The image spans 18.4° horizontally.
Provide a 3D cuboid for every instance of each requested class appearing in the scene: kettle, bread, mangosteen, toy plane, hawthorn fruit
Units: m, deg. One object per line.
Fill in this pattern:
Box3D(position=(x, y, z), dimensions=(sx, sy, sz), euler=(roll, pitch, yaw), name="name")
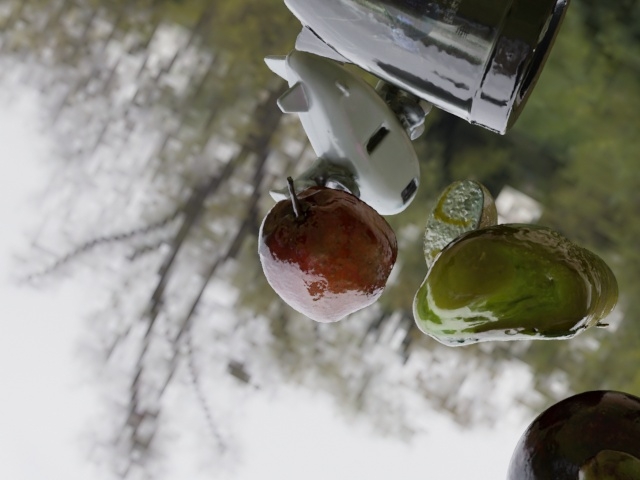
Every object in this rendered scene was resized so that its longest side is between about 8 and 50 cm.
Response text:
Box3D(position=(0.113, -0.315, 2.181), dimensions=(0.324, 0.321, 0.228), euler=(23, -150, 9), name="kettle")
Box3D(position=(0.196, 0.039, 1.919), dimensions=(0.166, 0.112, 0.383), euler=(-4, 179, 13), name="bread")
Box3D(position=(0.239, 0.227, 1.715), dimensions=(0.200, 0.200, 0.200), euler=(27, -168, -6), name="mangosteen")
Box3D(position=(0.192, -0.010, 2.581), dimensions=(0.083, 0.157, 0.094), euler=(16, -150, 36), name="bread")
Box3D(position=(0.035, -0.138, 2.500), dimensions=(0.267, 0.267, 0.122), euler=(19, 173, -37), name="toy plane")
Box3D(position=(0.000, 0.000, 2.305), dimensions=(0.157, 0.157, 0.194), euler=(43, 170, 51), name="hawthorn fruit")
